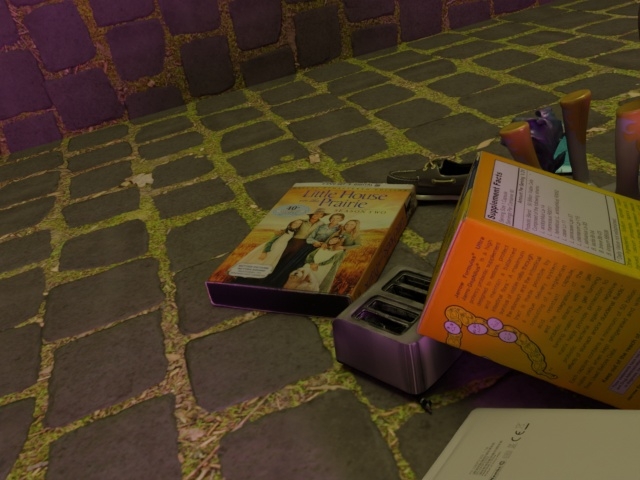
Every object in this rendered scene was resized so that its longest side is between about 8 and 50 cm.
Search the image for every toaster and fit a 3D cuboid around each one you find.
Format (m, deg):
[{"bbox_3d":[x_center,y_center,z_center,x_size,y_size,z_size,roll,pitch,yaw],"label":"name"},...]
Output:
[{"bbox_3d":[0.131,0.136,0.899,0.185,0.110,0.168,17,41,41],"label":"toaster"}]

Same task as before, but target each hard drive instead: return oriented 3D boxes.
[{"bbox_3d":[0.239,0.248,0.599,0.203,0.040,0.307,-38,11,-37],"label":"hard drive"}]

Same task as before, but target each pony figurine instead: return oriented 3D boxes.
[{"bbox_3d":[0.419,-0.041,0.926,0.303,0.363,0.351,-43,25,-31],"label":"pony figurine"}]

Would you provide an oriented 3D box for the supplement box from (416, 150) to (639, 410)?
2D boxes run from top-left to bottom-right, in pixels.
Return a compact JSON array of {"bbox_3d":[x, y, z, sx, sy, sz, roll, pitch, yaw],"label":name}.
[{"bbox_3d":[0.332,0.057,0.759,0.356,0.195,0.194,20,37,9],"label":"supplement box"}]

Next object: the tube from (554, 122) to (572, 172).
[{"bbox_3d":[0.568,-0.217,1.412,0.080,0.052,0.207,-6,35,21],"label":"tube"}]

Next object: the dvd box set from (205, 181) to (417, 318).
[{"bbox_3d":[0.000,0.000,1.231,0.307,0.062,0.420,4,34,25],"label":"dvd box set"}]

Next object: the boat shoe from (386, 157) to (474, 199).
[{"bbox_3d":[0.285,-0.141,1.331,0.305,0.091,0.109,8,29,32],"label":"boat shoe"}]

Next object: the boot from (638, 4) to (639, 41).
[{"bbox_3d":[0.494,-0.106,0.657,0.138,0.377,0.284,-24,28,31],"label":"boot"}]
